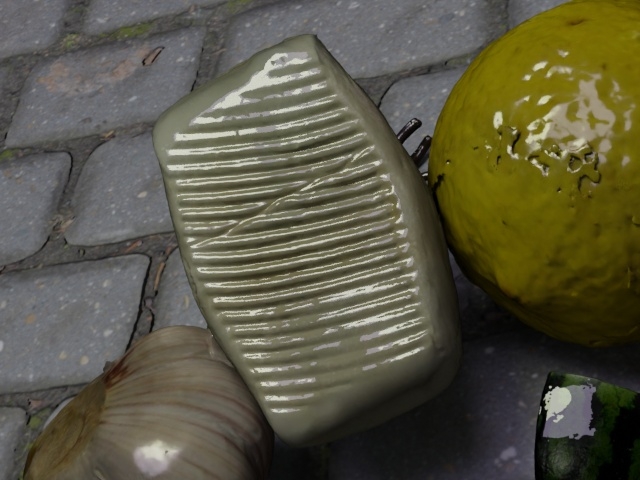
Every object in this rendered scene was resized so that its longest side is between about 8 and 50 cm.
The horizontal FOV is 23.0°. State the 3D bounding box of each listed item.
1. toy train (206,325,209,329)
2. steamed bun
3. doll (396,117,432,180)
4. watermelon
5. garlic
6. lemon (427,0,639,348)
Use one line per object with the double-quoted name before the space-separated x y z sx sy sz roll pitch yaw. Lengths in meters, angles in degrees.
"toy train" -0.111 0.131 1.818 0.044 0.042 0.209 -14 45 18
"steamed bun" 0.002 0.004 1.584 0.247 0.236 0.383 -27 80 11
"doll" 0.072 -0.056 1.883 0.165 0.057 0.139 -27 46 11
"watermelon" 0.269 0.206 1.467 0.193 0.145 0.137 -33 39 -2
"garlic" -0.176 0.238 1.612 0.322 0.241 0.322 -18 54 27
"lemon" 0.291 -0.078 1.581 0.350 0.350 0.387 19 59 39
